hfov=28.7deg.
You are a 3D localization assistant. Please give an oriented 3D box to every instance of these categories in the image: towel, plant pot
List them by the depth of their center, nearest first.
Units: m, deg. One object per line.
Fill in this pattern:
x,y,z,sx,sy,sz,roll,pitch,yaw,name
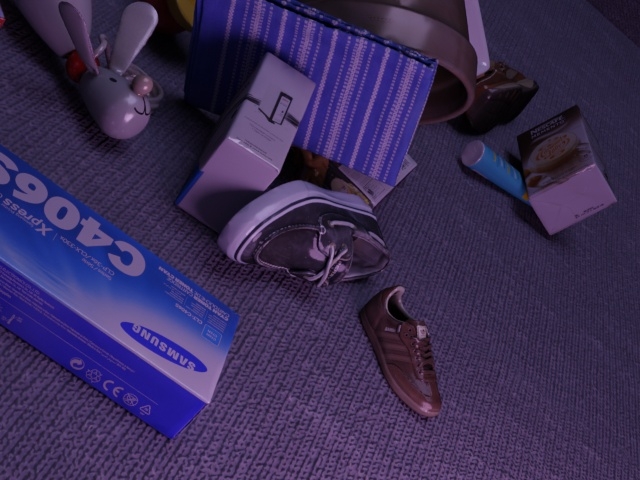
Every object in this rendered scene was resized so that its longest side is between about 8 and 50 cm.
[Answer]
-0.025,-0.214,1.712,0.336,0.243,0.040,22,48,4,towel
0.084,-0.355,1.845,0.323,0.323,0.280,19,73,-37,plant pot

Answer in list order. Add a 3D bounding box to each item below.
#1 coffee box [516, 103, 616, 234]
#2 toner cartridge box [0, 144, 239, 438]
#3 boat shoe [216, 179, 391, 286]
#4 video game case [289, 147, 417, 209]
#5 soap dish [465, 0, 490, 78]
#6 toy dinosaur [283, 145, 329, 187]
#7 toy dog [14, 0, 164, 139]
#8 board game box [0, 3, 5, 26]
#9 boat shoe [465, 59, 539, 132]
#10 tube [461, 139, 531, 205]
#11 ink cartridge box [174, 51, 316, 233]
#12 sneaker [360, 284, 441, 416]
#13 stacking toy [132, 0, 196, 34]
0.462,-0.137,2.372,0.098,0.141,0.246,53,20,-25,coffee box
-0.257,0.047,1.325,0.348,0.075,0.165,36,31,-13,toner cartridge box
0.000,0.000,1.660,0.119,0.121,0.335,50,27,20,boat shoe
0.037,-0.149,1.988,0.210,0.042,0.232,43,29,1,video game case
0.186,-0.412,2.277,0.229,0.118,0.291,-26,107,-44,soap dish
-0.009,-0.123,1.856,0.112,0.064,0.211,27,62,-15,toy dinosaur
-0.300,-0.307,1.616,0.334,0.161,0.220,46,25,-6,toy dog
-0.511,-0.394,1.643,0.145,0.027,0.281,15,39,-43,board game box
0.334,-0.298,2.498,0.120,0.122,0.324,43,20,11,boat shoe
0.345,-0.120,2.337,0.207,0.052,0.080,29,40,-40,tube
-0.097,-0.129,1.649,0.086,0.148,0.203,32,41,-12,ink cartridge box
0.117,0.144,1.668,0.066,0.071,0.188,6,46,-48,sneaker
-0.132,-0.405,1.950,0.309,0.130,0.279,22,71,-42,stacking toy
